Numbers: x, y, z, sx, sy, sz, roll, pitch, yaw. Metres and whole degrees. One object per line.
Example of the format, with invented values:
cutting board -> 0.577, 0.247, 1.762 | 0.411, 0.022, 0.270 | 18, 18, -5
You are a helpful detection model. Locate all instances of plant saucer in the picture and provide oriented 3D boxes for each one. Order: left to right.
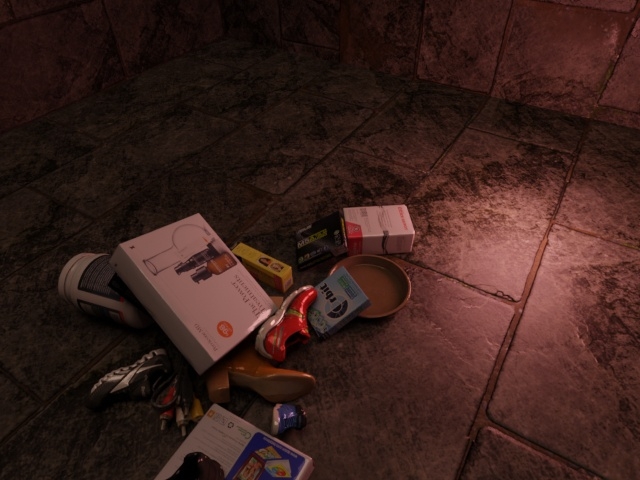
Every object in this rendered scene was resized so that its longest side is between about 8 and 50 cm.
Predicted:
plant saucer -> 0.156, 0.153, 1.466 | 0.277, 0.041, 0.278 | 0, 41, 0

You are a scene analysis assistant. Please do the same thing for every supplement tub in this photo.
supplement tub -> -0.627, 0.148, 1.368 | 0.271, 0.191, 0.191 | 13, 44, 14

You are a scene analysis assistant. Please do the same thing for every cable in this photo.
cable -> -0.379, 0.380, 1.201 | 0.139, 0.072, 0.287 | 13, 30, -22

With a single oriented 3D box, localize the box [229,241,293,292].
box -> -0.202, 0.089, 1.509 | 0.232, 0.088, 0.058 | 24, 50, 23

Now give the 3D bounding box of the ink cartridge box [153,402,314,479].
ink cartridge box -> -0.217, 0.556, 0.980 | 0.303, 0.072, 0.307 | 17, 50, 28

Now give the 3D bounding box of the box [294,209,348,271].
box -> 0.000, 0.000, 1.574 | 0.190, 0.045, 0.184 | -24, 42, 18

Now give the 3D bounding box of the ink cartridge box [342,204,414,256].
ink cartridge box -> 0.206, -0.038, 1.631 | 0.236, 0.100, 0.172 | -3, 42, -2

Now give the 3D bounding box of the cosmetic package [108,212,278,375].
cosmetic package -> -0.330, 0.127, 1.214 | 0.377, 0.097, 0.284 | 49, 37, 4

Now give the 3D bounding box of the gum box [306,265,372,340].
gum box -> 0.040, 0.190, 1.372 | 0.184, 0.041, 0.157 | -37, 49, 0

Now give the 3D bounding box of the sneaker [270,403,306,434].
sneaker -> -0.075, 0.437, 1.093 | 0.084, 0.152, 0.058 | 6, 80, 0

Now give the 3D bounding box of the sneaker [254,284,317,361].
sneaker -> -0.074, 0.241, 1.278 | 0.118, 0.107, 0.279 | 28, 44, 14

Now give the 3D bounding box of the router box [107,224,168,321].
router box -> -0.402, 0.133, 1.290 | 0.308, 0.081, 0.243 | 40, 36, -10

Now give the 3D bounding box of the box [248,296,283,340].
box -> -0.222, 0.239, 1.390 | 0.200, 0.021, 0.165 | 1, 42, 2

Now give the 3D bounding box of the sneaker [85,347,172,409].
sneaker -> -0.500, 0.384, 1.190 | 0.234, 0.078, 0.106 | -29, 47, -30

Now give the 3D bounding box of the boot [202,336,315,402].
boot -> -0.175, 0.337, 1.229 | 0.294, 0.104, 0.211 | 1, 28, -16

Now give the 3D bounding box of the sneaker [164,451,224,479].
sneaker -> -0.306, 0.544, 0.866 | 0.108, 0.130, 0.286 | 11, 47, 22
